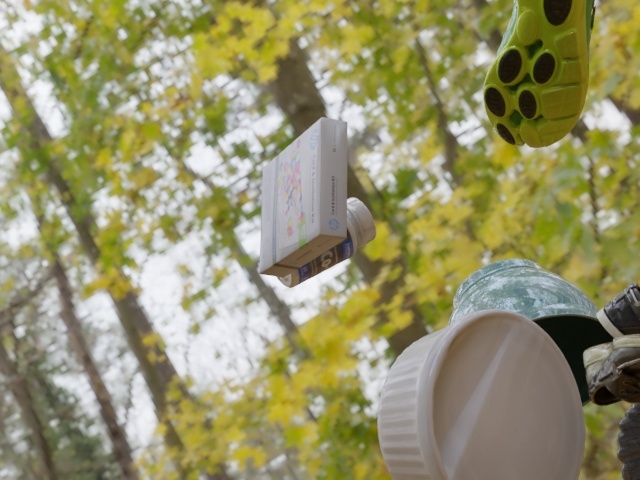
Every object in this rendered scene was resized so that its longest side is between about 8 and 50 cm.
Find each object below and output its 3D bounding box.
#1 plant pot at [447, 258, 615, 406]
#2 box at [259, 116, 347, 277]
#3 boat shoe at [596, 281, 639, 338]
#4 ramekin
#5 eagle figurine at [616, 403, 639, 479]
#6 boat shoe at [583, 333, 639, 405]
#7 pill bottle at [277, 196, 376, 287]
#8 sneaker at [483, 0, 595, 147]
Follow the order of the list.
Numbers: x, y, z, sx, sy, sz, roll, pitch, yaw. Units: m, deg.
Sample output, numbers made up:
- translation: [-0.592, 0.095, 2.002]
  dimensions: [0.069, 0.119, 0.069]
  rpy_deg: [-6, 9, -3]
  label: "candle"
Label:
- translation: [0.333, 0.156, 2.094]
  dimensions: [0.293, 0.196, 0.293]
  rpy_deg: [-9, -45, -9]
  label: "plant pot"
- translation: [-0.022, -0.047, 1.490]
  dimensions: [0.038, 0.145, 0.186]
  rpy_deg: [9, -18, -24]
  label: "box"
- translation: [0.491, 0.154, 1.711]
  dimensions: [0.079, 0.233, 0.084]
  rpy_deg: [-48, 3, 13]
  label: "boat shoe"
- translation: [0.189, 0.225, 1.524]
  dimensions: [0.273, 0.272, 0.127]
  rpy_deg: [-21, 4, -40]
  label: "ramekin"
- translation: [0.525, 0.244, 1.467]
  dimensions: [0.226, 0.225, 0.298]
  rpy_deg: [-36, -28, 32]
  label: "eagle figurine"
- translation: [0.242, 0.100, 0.946]
  dimensions: [0.056, 0.049, 0.152]
  rpy_deg: [2, -12, -4]
  label: "boat shoe"
- translation: [0.000, 0.000, 1.635]
  dimensions: [0.137, 0.078, 0.078]
  rpy_deg: [-28, -13, -21]
  label: "pill bottle"
- translation: [0.239, -0.230, 1.264]
  dimensions: [0.123, 0.110, 0.295]
  rpy_deg: [-44, -36, -51]
  label: "sneaker"
